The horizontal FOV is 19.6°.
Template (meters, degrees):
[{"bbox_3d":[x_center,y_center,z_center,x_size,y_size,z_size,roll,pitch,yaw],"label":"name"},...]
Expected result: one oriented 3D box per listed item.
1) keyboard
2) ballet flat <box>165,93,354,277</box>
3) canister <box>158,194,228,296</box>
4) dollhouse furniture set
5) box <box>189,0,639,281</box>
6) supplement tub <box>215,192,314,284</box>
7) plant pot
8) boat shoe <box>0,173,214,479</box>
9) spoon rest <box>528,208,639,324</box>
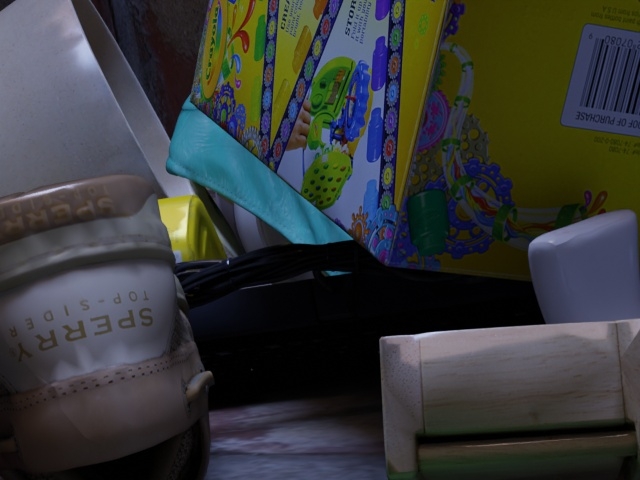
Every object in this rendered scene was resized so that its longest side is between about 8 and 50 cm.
[{"bbox_3d":[0.013,0.037,0.962,0.317,0.033,0.201,-10,-20,19],"label":"keyboard"},{"bbox_3d":[0.000,0.000,1.117,0.247,0.087,0.083,40,17,24],"label":"ballet flat"},{"bbox_3d":[-0.141,0.035,1.107,0.170,0.126,0.073,-8,51,10],"label":"canister"},{"bbox_3d":[0.112,0.083,0.421,0.182,0.101,0.161,-5,-18,5],"label":"dollhouse furniture set"},{"bbox_3d":[0.127,-0.097,0.872,0.290,0.177,0.279,7,15,-22],"label":"box"},{"bbox_3d":[0.007,-0.030,1.280,0.144,0.144,0.200,-12,7,-8],"label":"supplement tub"},{"bbox_3d":[-0.240,-0.016,1.302,0.274,0.256,0.256,-27,6,1],"label":"plant pot"},{"bbox_3d":[-0.105,0.069,0.786,0.122,0.110,0.341,-17,-11,-6],"label":"boat shoe"},{"bbox_3d":[0.187,0.055,0.612,0.137,0.084,0.276,-17,22,-35],"label":"spoon rest"}]
